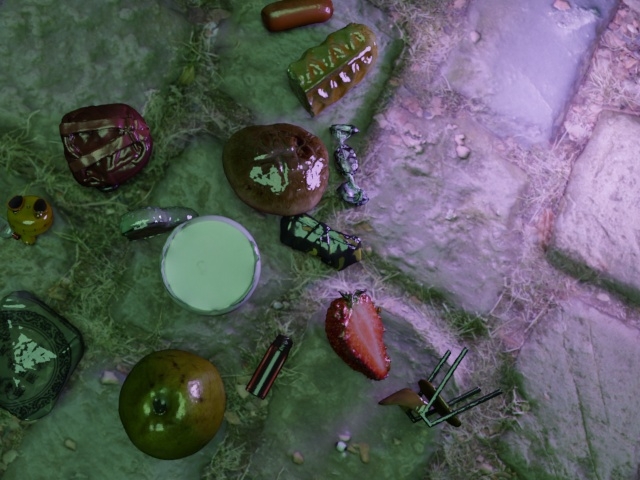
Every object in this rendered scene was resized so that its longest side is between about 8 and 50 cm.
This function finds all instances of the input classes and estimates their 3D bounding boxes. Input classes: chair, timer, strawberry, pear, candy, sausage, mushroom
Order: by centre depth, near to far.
[{"bbox_3d":[-0.340,0.376,1.631,0.252,0.307,0.253,0,82,1],"label":"pear"},{"bbox_3d":[-0.713,-0.054,1.752,0.107,0.109,0.107,7,52,-9],"label":"timer"},{"bbox_3d":[0.291,0.392,1.785,0.247,0.159,0.172,-39,86,-12],"label":"chair"},{"bbox_3d":[-0.107,-0.190,1.809,0.278,0.146,0.278,4,70,-11],"label":"mushroom"},{"bbox_3d":[0.079,0.244,1.810,0.175,0.106,0.236,0,82,-45],"label":"strawberry"},{"bbox_3d":[0.074,-0.201,1.887,0.094,0.051,0.226,-11,86,-19],"label":"candy"},{"bbox_3d":[-0.060,-0.610,1.905,0.197,0.076,0.076,-13,85,-9],"label":"sausage"}]

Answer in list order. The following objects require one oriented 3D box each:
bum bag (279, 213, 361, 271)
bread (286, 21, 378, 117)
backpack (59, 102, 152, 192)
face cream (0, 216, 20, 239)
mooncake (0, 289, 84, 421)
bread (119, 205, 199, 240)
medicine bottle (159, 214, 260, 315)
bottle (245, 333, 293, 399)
[{"bbox_3d":[0.000,0.000,1.845,0.232,0.060,0.107,28,89,-1],"label":"bum bag"},{"bbox_3d":[0.040,-0.460,1.875,0.267,0.130,0.152,-39,126,-11],"label":"bread"},{"bbox_3d":[-0.525,-0.242,1.763,0.229,0.139,0.229,0,84,-3],"label":"backpack"},{"bbox_3d":[-0.782,-0.029,1.763,0.083,0.021,0.040,35,80,-2],"label":"face cream"},{"bbox_3d":[-0.702,0.272,1.680,0.254,0.136,0.250,33,84,-2],"label":"mooncake"},{"bbox_3d":[-0.415,-0.045,1.763,0.232,0.172,0.064,-9,82,-53],"label":"bread"},{"bbox_3d":[-0.248,0.069,1.640,0.213,0.379,0.214,1,83,-7],"label":"medicine bottle"},{"bbox_3d":[-0.125,0.315,1.789,0.060,0.060,0.164,30,79,-3],"label":"bottle"}]
